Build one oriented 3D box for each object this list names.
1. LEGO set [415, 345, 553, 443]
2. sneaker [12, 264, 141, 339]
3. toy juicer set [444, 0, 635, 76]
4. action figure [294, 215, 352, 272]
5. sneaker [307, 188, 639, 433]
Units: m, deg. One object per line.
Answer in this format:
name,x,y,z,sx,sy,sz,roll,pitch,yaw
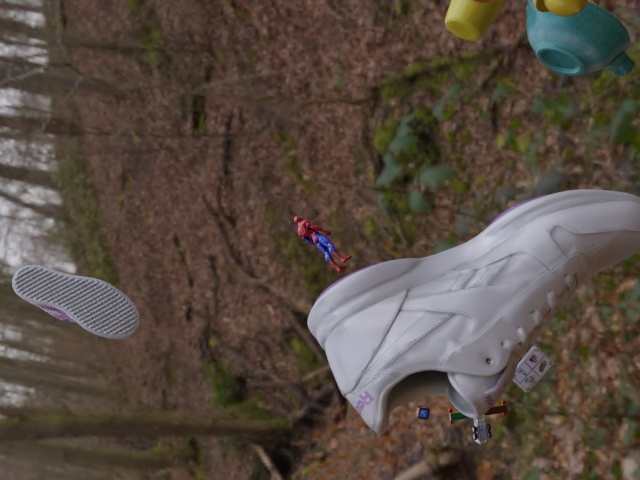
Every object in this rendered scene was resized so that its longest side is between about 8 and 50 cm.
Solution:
LEGO set,0.286,0.260,1.687,0.244,0.182,0.060,-50,8,-4
sneaker,-0.475,0.135,1.861,0.102,0.282,0.161,-62,-15,-17
toy juicer set,0.313,-0.264,1.086,0.090,0.328,0.209,-62,-8,-8
action figure,0.000,0.000,1.397,0.030,0.115,0.038,-32,-26,-38
sneaker,0.150,0.062,0.760,0.114,0.305,0.152,65,-178,-61
